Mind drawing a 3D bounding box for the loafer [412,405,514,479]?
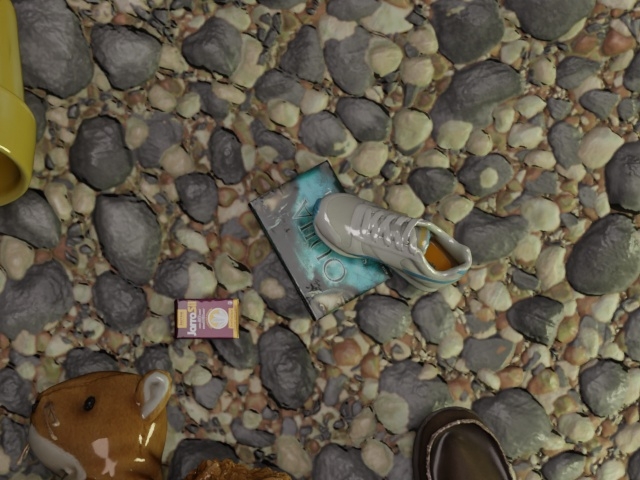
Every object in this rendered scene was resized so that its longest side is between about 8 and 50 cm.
[{"bbox_3d":[0.229,0.395,1.767,0.134,0.130,0.366,-18,87,-13],"label":"loafer"}]

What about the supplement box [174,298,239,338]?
[{"bbox_3d":[-0.151,0.104,1.773,0.083,0.043,0.055,0,85,-10],"label":"supplement box"}]

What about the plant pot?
[{"bbox_3d":[-0.473,-0.192,1.657,0.254,0.254,0.239,7,66,-10],"label":"plant pot"}]

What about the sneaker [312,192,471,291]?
[{"bbox_3d":[0.096,-0.008,1.787,0.229,0.092,0.087,23,66,-21],"label":"sneaker"}]

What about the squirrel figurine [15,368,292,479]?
[{"bbox_3d":[-0.214,0.350,1.622,0.397,0.281,0.370,11,62,-12],"label":"squirrel figurine"}]

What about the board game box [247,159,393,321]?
[{"bbox_3d":[0.000,0.000,1.823,0.126,0.026,0.186,-30,90,-13],"label":"board game box"}]
